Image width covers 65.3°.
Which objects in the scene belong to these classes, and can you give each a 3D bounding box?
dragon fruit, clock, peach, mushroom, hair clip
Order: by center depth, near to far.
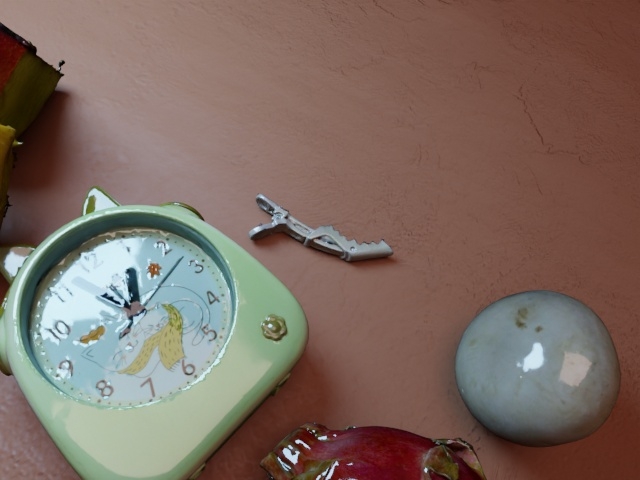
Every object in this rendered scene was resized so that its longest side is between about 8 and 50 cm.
[{"bbox_3d":[0.082,0.312,0.497,0.250,0.250,0.315,-17,49,-22],"label":"dragon fruit"},{"bbox_3d":[-0.212,0.094,0.592,0.348,0.117,0.286,43,61,10],"label":"clock"},{"bbox_3d":[-0.439,-0.205,0.612,0.158,0.267,0.154,25,92,-22],"label":"peach"},{"bbox_3d":[0.289,0.175,0.654,0.204,0.204,0.204,6,61,-12],"label":"mushroom"},{"bbox_3d":[0.000,0.000,0.745,0.225,0.034,0.072,21,63,-5],"label":"hair clip"}]

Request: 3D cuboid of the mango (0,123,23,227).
[{"bbox_3d":[-0.423,-0.032,0.550,0.126,0.252,0.154,22,15,-14],"label":"mango"}]
